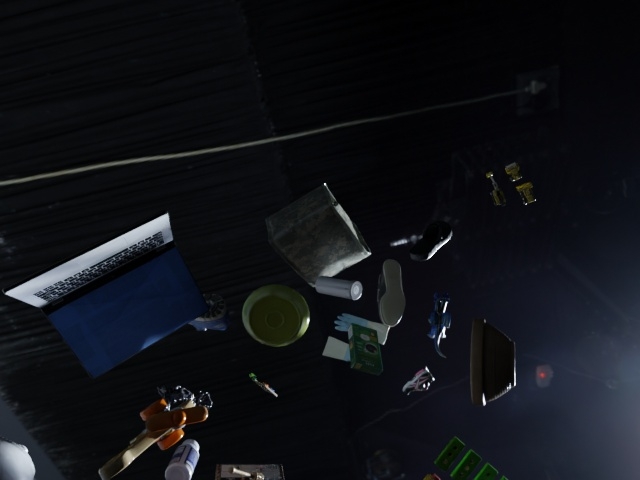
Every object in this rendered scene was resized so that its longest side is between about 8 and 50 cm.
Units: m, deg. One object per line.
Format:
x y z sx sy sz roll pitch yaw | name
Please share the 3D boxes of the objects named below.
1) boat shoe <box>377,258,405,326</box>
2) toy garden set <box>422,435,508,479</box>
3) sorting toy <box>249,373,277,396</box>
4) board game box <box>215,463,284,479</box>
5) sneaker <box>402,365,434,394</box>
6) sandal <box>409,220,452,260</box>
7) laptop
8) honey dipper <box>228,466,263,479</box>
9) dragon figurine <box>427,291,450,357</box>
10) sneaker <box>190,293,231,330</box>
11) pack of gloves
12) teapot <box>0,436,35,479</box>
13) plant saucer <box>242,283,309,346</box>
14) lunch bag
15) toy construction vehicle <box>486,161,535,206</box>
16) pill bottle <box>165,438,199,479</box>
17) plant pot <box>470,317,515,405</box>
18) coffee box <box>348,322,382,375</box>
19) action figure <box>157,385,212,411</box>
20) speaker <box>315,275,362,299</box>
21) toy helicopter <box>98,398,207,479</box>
0.304 0.240 2.039 0.095 0.112 0.335 102 -3 -52 | boat shoe
0.461 0.785 1.512 0.244 0.204 0.049 40 -4 1 | toy garden set
-0.154 0.380 1.237 0.062 0.012 0.083 8 -36 49 | sorting toy
-0.233 0.881 1.525 0.291 0.232 0.141 -135 -129 -75 | board game box
0.434 0.639 2.072 0.077 0.072 0.178 48 -49 23 | sneaker
0.394 -0.013 1.645 0.254 0.097 0.054 -43 127 -47 | sandal
-0.513 0.159 1.232 0.236 0.382 0.408 57 -20 5 | laptop
-0.221 0.684 1.370 0.160 0.030 0.030 50 20 -46 | honey dipper
0.532 0.367 2.098 0.144 0.085 0.289 88 12 -48 | dragon figurine
-0.457 0.259 1.661 0.129 0.330 0.147 -58 144 -35 | sneaker
0.139 0.401 1.897 0.195 0.232 0.046 -68 155 -21 | pack of gloves
-0.833 0.591 1.184 0.187 0.253 0.256 -59 151 -63 | teapot
-0.159 0.274 1.653 0.037 0.241 0.241 -90 167 -75 | plant saucer
0.000 0.000 1.514 0.287 0.235 0.169 53 11 -33 | lunch bag
0.423 -0.118 1.039 0.035 0.086 0.098 -36 105 -75 | toy construction vehicle
-0.511 0.827 1.754 0.169 0.094 0.094 -88 165 -79 | pill bottle
0.476 0.335 1.286 0.237 0.110 0.237 -1 90 -67 | plant pot
0.159 0.391 1.692 0.040 0.113 0.184 -59 -159 33 | coffee box
-0.616 0.723 2.079 0.276 0.164 0.141 33 62 -51 | action figure
0.050 0.135 1.353 0.055 0.136 0.055 -6 98 -47 | speaker
-0.490 0.575 1.374 0.140 0.235 0.355 59 21 1 | toy helicopter
